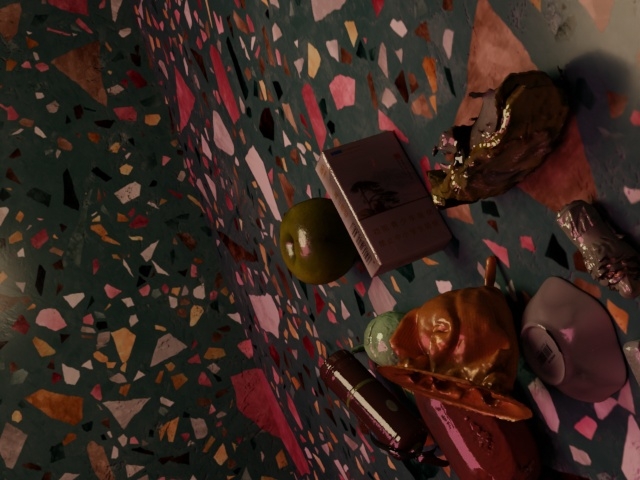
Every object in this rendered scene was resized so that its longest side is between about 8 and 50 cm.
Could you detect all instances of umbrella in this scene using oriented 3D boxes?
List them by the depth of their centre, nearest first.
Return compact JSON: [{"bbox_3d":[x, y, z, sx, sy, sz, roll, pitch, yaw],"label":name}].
[{"bbox_3d":[0.344,0.010,0.931,0.062,0.067,0.143,-49,51,34],"label":"umbrella"}]

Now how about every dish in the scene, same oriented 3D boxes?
[{"bbox_3d":[0.335,0.150,1.071,0.190,0.066,0.190,52,153,42],"label":"dish"}]

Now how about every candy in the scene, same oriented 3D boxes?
[{"bbox_3d":[0.117,0.227,1.671,0.440,0.119,0.119,135,114,-75],"label":"candy"}]

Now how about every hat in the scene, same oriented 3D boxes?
[{"bbox_3d":[0.234,0.125,1.160,0.244,0.233,0.233,106,-176,-72],"label":"hat"}]

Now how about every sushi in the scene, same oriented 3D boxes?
[{"bbox_3d":[0.218,-0.127,1.027,0.291,0.139,0.131,130,126,-69],"label":"sushi"}]

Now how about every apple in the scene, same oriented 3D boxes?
[{"bbox_3d":[0.000,0.000,1.659,0.196,0.157,0.196,51,151,42],"label":"apple"}]

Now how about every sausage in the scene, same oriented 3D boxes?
[{"bbox_3d":[0.260,0.305,1.282,0.279,0.152,0.152,60,157,25],"label":"sausage"}]

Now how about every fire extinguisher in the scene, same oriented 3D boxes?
[{"bbox_3d":[0.141,0.381,1.682,0.341,0.141,0.105,42,120,38],"label":"fire extinguisher"}]

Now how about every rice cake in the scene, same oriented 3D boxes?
[{"bbox_3d":[0.424,0.203,0.944,0.171,0.029,0.033,69,156,7],"label":"rice cake"}]

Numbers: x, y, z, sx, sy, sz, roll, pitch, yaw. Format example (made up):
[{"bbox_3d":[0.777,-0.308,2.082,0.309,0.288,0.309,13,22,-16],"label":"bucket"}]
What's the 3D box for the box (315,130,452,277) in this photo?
[{"bbox_3d":[0.107,-0.068,1.334,0.233,0.149,0.067,63,156,18],"label":"box"}]
